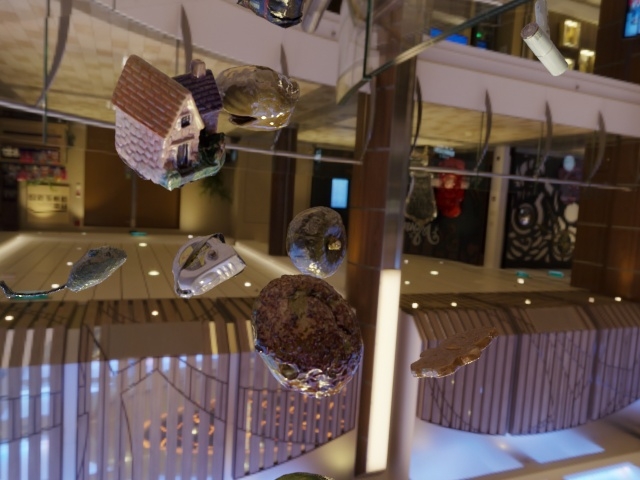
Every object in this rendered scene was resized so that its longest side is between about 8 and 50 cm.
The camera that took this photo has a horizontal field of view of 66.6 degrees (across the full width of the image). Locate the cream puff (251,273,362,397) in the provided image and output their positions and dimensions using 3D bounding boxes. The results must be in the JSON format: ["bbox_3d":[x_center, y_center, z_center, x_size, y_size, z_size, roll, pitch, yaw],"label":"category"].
[{"bbox_3d":[-0.009,0.101,0.551,0.084,0.149,0.149,-35,166,26],"label":"cream puff"}]

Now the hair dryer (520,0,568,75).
[{"bbox_3d":[0.529,-0.501,1.139,0.155,0.183,0.044,28,156,-37],"label":"hair dryer"}]

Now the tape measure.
[{"bbox_3d":[-0.387,0.073,1.605,0.236,0.120,0.197,-32,-129,-6],"label":"tape measure"}]

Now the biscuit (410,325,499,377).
[{"bbox_3d":[0.247,0.209,0.906,0.133,0.027,0.184,-24,179,41],"label":"biscuit"}]

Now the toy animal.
[{"bbox_3d":[-0.556,0.079,1.081,0.253,0.079,0.070,-23,177,-21],"label":"toy animal"}]

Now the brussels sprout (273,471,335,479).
[{"bbox_3d":[-0.017,0.402,0.688,0.181,0.143,0.161,-11,169,19],"label":"brussels sprout"}]

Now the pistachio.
[{"bbox_3d":[-0.167,-0.380,1.266,0.197,0.166,0.288,-40,-136,-15],"label":"pistachio"}]

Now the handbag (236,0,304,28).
[{"bbox_3d":[-0.147,-0.765,1.474,0.215,0.169,0.155,33,-130,13],"label":"handbag"}]

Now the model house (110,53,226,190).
[{"bbox_3d":[-0.326,-0.287,1.130,0.202,0.237,0.237,38,-136,22],"label":"model house"}]

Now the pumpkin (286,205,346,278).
[{"bbox_3d":[0.000,0.000,1.444,0.162,0.219,0.219,5,-175,37],"label":"pumpkin"}]
